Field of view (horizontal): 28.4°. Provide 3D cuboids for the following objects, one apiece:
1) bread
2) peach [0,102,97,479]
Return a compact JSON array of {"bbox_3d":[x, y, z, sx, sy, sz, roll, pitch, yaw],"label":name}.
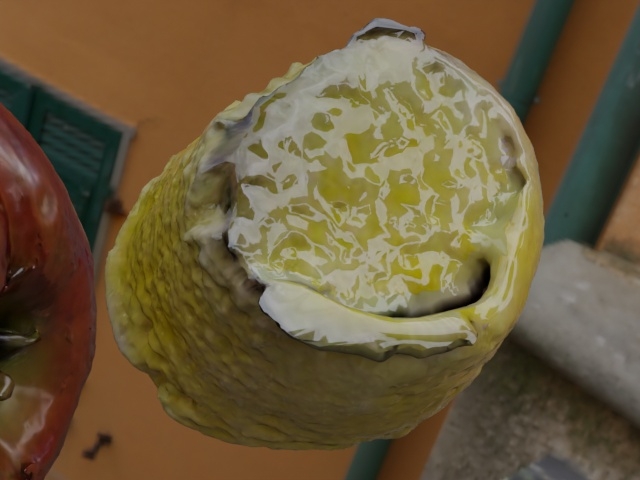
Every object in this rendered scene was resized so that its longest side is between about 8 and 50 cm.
[{"bbox_3d":[0.002,0.004,0.603,0.197,0.170,0.197,5,68,-13],"label":"bread"},{"bbox_3d":[-0.355,0.050,0.726,0.416,0.353,0.339,12,-5,10],"label":"peach"}]
